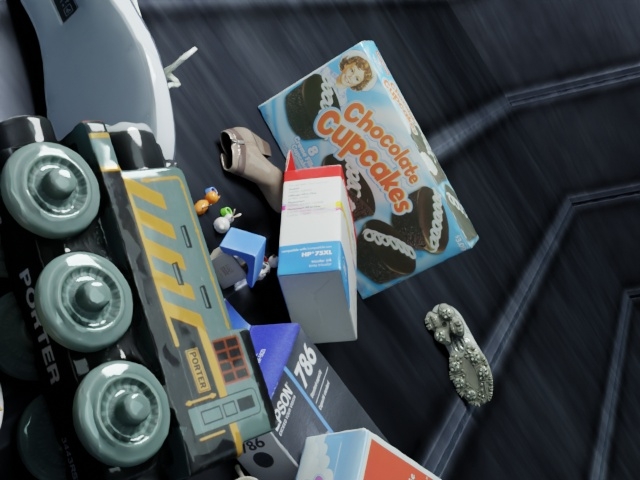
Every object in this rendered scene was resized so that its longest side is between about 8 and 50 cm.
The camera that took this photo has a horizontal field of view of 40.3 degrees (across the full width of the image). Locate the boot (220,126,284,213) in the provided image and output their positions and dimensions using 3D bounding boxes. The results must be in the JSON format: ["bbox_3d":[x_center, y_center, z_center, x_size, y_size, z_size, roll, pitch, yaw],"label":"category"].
[{"bbox_3d":[-0.090,-0.092,1.134,0.087,0.042,0.118,3,62,-53],"label":"boot"}]

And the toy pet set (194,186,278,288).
[{"bbox_3d":[-0.090,-0.004,1.016,0.122,0.065,0.114,53,28,-17],"label":"toy pet set"}]

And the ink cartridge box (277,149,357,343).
[{"bbox_3d":[0.000,0.000,1.107,0.134,0.078,0.231,76,11,-45],"label":"ink cartridge box"}]

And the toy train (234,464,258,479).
[{"bbox_3d":[-0.101,0.261,0.742,0.143,0.105,0.248,22,15,-29],"label":"toy train"}]

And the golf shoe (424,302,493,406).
[{"bbox_3d":[0.240,0.183,1.437,0.176,0.069,0.086,67,21,7],"label":"golf shoe"}]

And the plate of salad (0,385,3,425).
[{"bbox_3d":[-0.290,0.073,0.549,0.199,0.048,0.200,34,21,-15],"label":"plate of salad"}]

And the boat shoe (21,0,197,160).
[{"bbox_3d":[-0.215,-0.196,0.919,0.156,0.136,0.367,13,44,-61],"label":"boat shoe"}]

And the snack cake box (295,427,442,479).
[{"bbox_3d":[0.033,0.331,0.814,0.152,0.089,0.264,39,51,-31],"label":"snack cake box"}]

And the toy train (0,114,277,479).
[{"bbox_3d":[-0.163,0.053,0.711,0.190,0.142,0.334,-10,76,-46],"label":"toy train"}]

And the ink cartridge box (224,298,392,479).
[{"bbox_3d":[-0.010,0.218,0.953,0.333,0.065,0.165,52,29,-19],"label":"ink cartridge box"}]

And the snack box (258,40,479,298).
[{"bbox_3d":[0.067,-0.098,1.249,0.322,0.187,0.060,61,26,-2],"label":"snack box"}]
